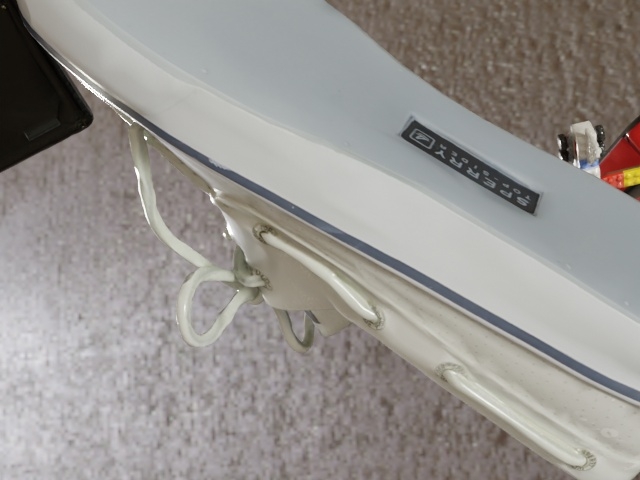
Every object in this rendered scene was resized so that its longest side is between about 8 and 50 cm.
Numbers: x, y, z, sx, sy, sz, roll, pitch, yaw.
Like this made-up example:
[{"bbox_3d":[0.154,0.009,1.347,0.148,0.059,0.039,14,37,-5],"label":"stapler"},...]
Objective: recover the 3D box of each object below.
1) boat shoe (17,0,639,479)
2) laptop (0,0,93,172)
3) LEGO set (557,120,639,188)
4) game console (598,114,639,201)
[{"bbox_3d":[0.005,-0.003,0.512,0.156,0.367,0.136,-62,-5,35],"label":"boat shoe"},{"bbox_3d":[-0.463,-0.215,0.896,0.408,0.381,0.236,62,-179,-40],"label":"laptop"},{"bbox_3d":[0.213,0.007,0.855,0.182,0.244,0.060,-53,29,31],"label":"LEGO set"},{"bbox_3d":[0.443,-0.116,1.233,0.060,0.386,0.342,62,157,13],"label":"game console"}]
